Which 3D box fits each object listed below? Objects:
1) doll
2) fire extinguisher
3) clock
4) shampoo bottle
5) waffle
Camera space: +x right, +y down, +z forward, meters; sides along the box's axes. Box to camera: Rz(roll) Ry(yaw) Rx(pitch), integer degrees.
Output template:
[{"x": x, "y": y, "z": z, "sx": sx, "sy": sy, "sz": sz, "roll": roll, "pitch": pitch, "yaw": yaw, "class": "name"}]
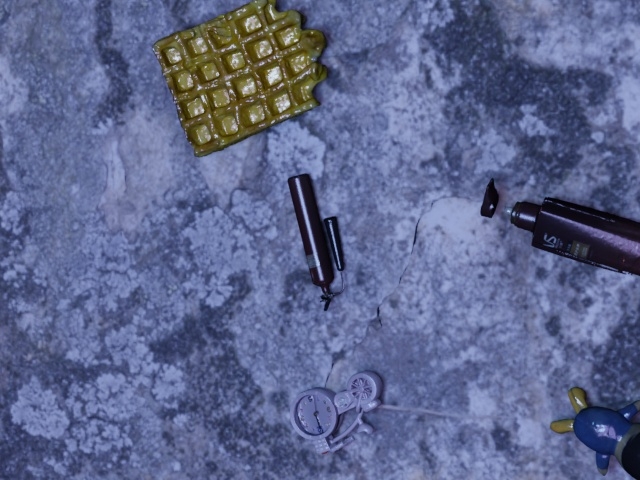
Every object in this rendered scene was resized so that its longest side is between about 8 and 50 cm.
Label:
[{"x": 0.363, "y": 0.239, "z": 1.687, "sx": 0.179, "sy": 0.089, "sz": 0.102, "roll": 34, "pitch": 104, "yaw": 35, "class": "doll"}, {"x": 0.000, "y": 0.000, "z": 1.794, "sx": 0.049, "sy": 0.035, "sz": 0.173, "roll": -14, "pitch": 91, "yaw": -22, "class": "fire extinguisher"}, {"x": 0.026, "y": 0.215, "z": 1.797, "sx": 0.129, "sy": 0.041, "sz": 0.087, "roll": -29, "pitch": 82, "yaw": 21, "class": "clock"}, {"x": 0.305, "y": -0.012, "z": 1.685, "sx": 0.236, "sy": 0.067, "sz": 0.068, "roll": 17, "pitch": 108, "yaw": 14, "class": "shampoo bottle"}, {"x": -0.088, "y": -0.216, "z": 1.785, "sx": 0.211, "sy": 0.055, "sz": 0.160, "roll": -23, "pitch": 89, "yaw": 17, "class": "waffle"}]
